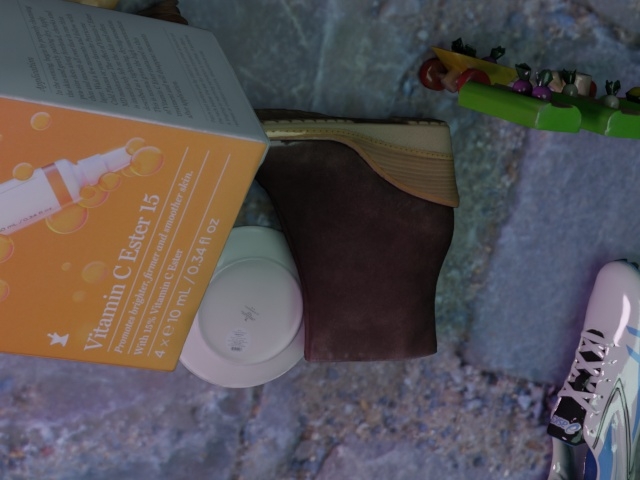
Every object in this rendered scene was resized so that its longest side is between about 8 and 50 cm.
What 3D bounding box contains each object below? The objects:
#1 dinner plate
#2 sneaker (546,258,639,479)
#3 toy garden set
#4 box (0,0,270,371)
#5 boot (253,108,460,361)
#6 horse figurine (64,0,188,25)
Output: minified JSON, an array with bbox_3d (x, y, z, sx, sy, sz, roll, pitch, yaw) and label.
[{"bbox_3d":[-0.061,0.057,1.630,0.141,0.017,0.141,-5,106,-18],"label":"dinner plate"},{"bbox_3d":[0.246,0.134,1.721,0.086,0.085,0.237,-3,106,-39],"label":"sneaker"},{"bbox_3d":[0.220,-0.124,1.599,0.244,0.204,0.049,3,102,-31],"label":"toy garden set"},{"bbox_3d":[-0.246,-0.054,1.404,0.345,0.168,0.215,8,122,-26],"label":"box"},{"bbox_3d":[0.000,0.000,1.594,0.248,0.090,0.207,1,99,-25],"label":"boot"},{"bbox_3d":[-0.210,-0.223,1.479,0.263,0.066,0.174,45,79,-21],"label":"horse figurine"}]
